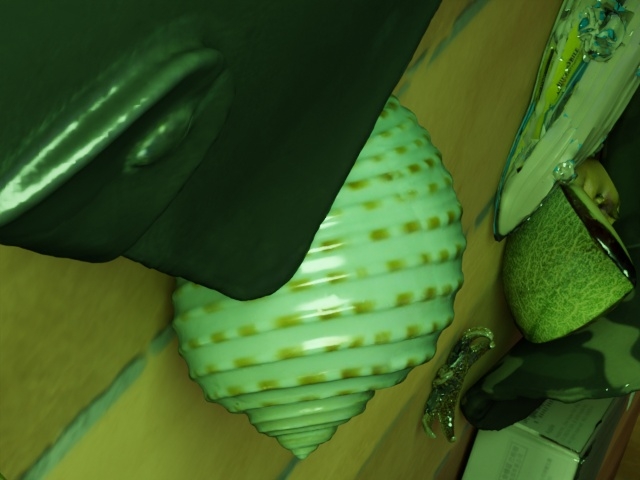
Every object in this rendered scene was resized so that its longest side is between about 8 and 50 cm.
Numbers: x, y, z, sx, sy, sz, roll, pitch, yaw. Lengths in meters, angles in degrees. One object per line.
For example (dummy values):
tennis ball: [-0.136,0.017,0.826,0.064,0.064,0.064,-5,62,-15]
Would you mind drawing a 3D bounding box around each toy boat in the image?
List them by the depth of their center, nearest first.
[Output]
toy boat: [0.165,-0.087,1.142,0.084,0.066,0.210,12,114,-41]

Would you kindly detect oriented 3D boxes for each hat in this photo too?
hat: [0.249,-0.024,1.403,0.381,0.257,0.366,-20,173,-26]

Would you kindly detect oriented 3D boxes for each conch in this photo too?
conch: [0.005,0.004,0.667,0.135,0.102,0.153,112,4,-82]

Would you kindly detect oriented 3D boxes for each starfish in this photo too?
starfish: [0.095,0.105,1.242,0.091,0.028,0.078,-54,155,-30]

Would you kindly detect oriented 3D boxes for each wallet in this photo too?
wallet: [-0.027,-0.084,0.422,0.197,0.051,0.377,-60,167,-1]

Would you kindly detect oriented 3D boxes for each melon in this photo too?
melon: [0.166,0.008,1.253,0.128,0.079,0.160,-50,-167,19]

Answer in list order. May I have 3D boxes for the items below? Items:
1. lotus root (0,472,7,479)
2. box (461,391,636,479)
lotus root: [-0.126,0.121,0.408,0.192,0.088,0.113,-38,132,-59]
box: [0.191,0.235,1.613,0.203,0.106,0.252,-42,151,-59]
